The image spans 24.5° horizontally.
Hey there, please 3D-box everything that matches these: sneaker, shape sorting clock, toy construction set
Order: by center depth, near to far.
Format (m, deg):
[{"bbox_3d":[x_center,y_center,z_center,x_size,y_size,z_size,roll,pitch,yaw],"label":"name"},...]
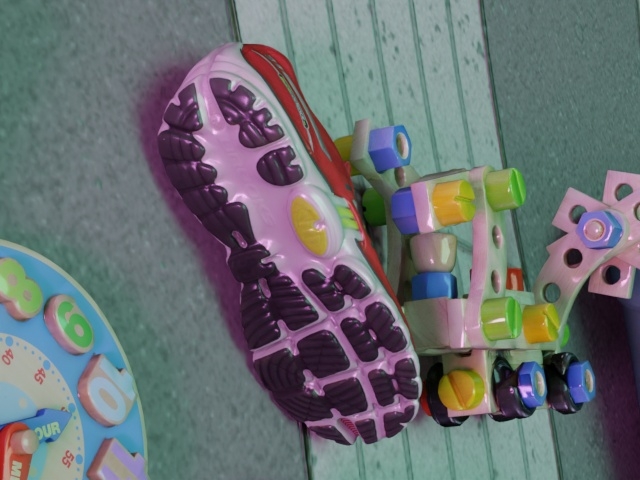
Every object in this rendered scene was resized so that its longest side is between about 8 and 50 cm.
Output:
[{"bbox_3d":[-0.155,0.098,0.713,0.206,0.040,0.206,24,61,-53],"label":"shape sorting clock"},{"bbox_3d":[0.000,0.000,0.931,0.279,0.107,0.118,68,25,-21],"label":"sneaker"},{"bbox_3d":[0.139,0.027,1.107,0.327,0.151,0.215,2,79,-46],"label":"toy construction set"}]

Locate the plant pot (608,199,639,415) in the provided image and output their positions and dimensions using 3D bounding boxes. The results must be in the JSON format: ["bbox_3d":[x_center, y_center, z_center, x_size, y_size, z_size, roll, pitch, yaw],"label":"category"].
[{"bbox_3d":[0.440,0.125,1.390,0.341,0.341,0.334,-16,102,-58],"label":"plant pot"}]
